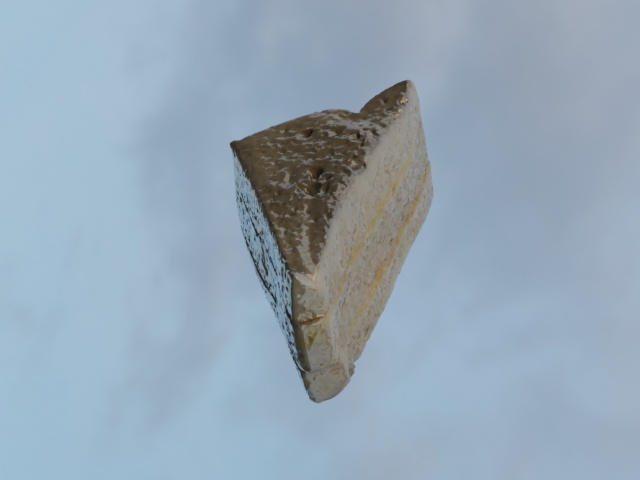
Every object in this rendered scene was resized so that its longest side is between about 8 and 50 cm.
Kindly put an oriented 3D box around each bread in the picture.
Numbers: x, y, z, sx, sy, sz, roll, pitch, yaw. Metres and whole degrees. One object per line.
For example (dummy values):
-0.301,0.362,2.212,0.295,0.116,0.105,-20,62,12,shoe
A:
0.021,-0.002,0.824,0.152,0.105,0.077,-115,-169,-56,bread
